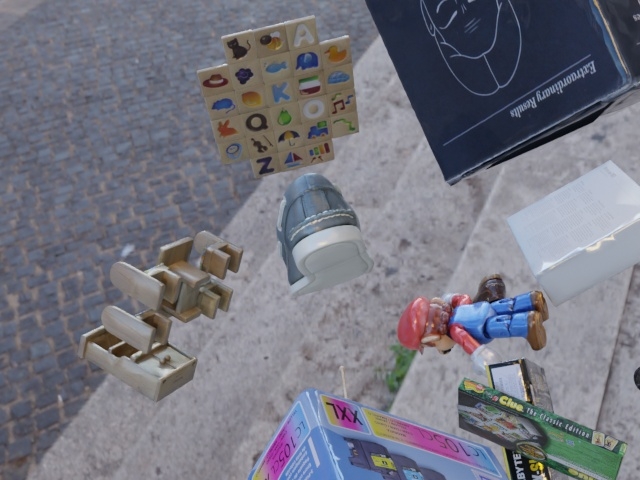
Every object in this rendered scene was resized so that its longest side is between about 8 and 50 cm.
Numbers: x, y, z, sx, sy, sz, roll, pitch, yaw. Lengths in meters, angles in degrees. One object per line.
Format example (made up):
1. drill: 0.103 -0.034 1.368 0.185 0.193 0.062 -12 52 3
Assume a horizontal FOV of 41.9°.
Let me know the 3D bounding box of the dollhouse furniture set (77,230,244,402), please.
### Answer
1. dollhouse furniture set: -0.267 0.101 1.313 0.161 0.242 0.212 26 25 20

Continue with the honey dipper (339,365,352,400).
1. honey dipper: 0.065 0.391 2.198 0.030 0.030 0.161 -5 37 0

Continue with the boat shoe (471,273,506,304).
1. boat shoe: 0.407 0.161 2.032 0.073 0.207 0.073 -8 58 -1

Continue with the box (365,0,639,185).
1. box: 0.203 -0.303 0.858 0.212 0.293 0.395 -21 87 -27

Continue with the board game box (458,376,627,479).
1. board game box: 0.340 0.306 1.314 0.259 0.136 0.030 20 54 24

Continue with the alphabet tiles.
1. alphabet tiles: -0.072 -0.263 1.597 0.285 0.342 0.011 -14 48 -4

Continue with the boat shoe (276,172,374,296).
1. boat shoe: 0.000 0.000 1.070 0.116 0.319 0.099 -20 77 -4

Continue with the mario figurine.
1. mario figurine: 0.318 0.193 1.765 0.320 0.170 0.198 -6 -1 26

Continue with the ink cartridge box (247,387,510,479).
1. ink cartridge box: 0.103 0.342 0.808 0.270 0.151 0.395 22 19 -22

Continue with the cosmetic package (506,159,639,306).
1. cosmetic package: 0.585 -0.027 1.854 0.284 0.097 0.377 -33 15 14

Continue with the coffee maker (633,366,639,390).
1. coffee maker: 0.461 0.262 1.029 0.171 0.120 0.178 29 26 -5

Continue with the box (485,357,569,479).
1. box: 0.390 0.359 1.547 0.079 0.322 0.257 -16 74 17
